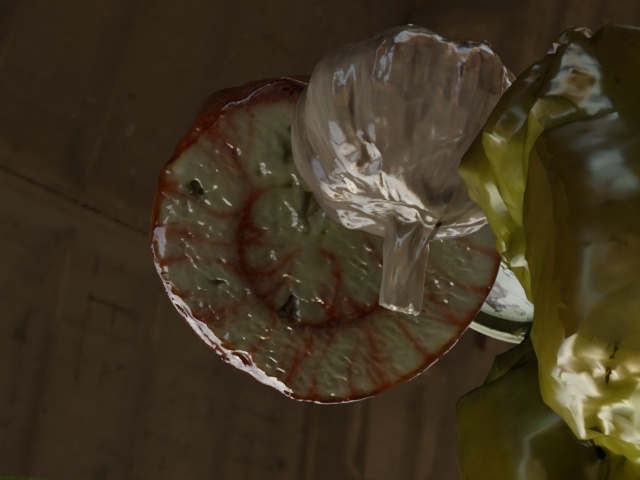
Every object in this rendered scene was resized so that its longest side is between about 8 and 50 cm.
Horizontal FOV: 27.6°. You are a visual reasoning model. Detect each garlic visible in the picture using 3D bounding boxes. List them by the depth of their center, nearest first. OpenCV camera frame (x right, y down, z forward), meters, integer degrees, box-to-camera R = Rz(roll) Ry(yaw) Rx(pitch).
[{"bbox_3d":[0.073,-0.046,1.049,0.218,0.218,0.212,44,-134,-46],"label":"garlic"}]

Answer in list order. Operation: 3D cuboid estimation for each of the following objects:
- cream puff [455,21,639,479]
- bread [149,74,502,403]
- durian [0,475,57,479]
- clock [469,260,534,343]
[{"bbox_3d":[0.176,0.041,0.584,0.378,0.275,0.378,-57,-5,-7],"label":"cream puff"},{"bbox_3d":[-0.004,0.001,1.261,0.295,0.327,0.114,-55,9,17],"label":"bread"},{"bbox_3d":[-0.256,0.332,1.164,0.256,0.339,0.204,-49,-8,-5],"label":"durian"},{"bbox_3d":[0.178,0.032,1.515,0.057,0.237,0.237,-53,-46,-20],"label":"clock"}]
